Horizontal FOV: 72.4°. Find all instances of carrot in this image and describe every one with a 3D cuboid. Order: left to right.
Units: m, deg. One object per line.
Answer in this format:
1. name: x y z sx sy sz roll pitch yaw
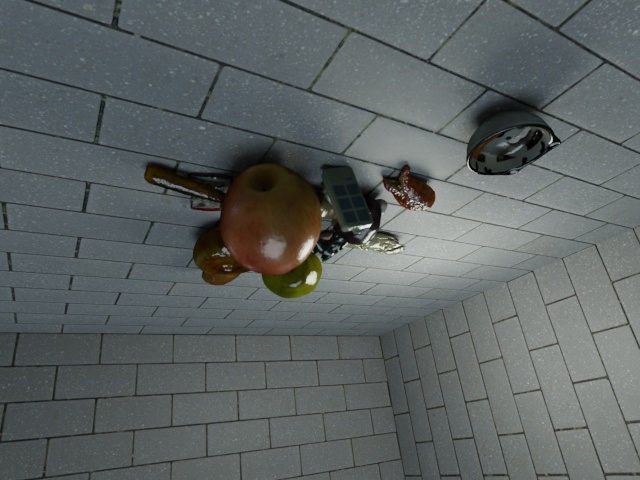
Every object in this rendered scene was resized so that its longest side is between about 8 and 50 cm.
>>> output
1. carrot: -0.446 -0.186 1.516 0.314 0.066 0.066 16 147 -31

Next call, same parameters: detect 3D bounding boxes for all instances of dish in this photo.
1. dish: 0.615 -0.337 1.452 0.303 0.120 0.303 -6 155 -3

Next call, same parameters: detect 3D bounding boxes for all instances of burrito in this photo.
1. burrito: 0.265 0.010 2.148 0.392 0.076 0.117 11 138 -31

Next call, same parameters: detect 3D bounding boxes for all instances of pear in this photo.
1. pear: -0.138 0.146 2.106 0.294 0.294 0.294 -6 155 -3

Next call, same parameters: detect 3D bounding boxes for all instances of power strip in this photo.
1. power strip: 0.092 -0.150 1.548 0.118 0.270 0.046 -11 157 -22

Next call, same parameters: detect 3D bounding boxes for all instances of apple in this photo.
1. apple: -0.168 -0.080 1.495 0.364 0.363 0.364 -6 155 -3

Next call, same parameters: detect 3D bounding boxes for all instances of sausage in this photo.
1. sausage: -0.500 0.156 2.201 0.136 0.120 0.241 29 139 -31

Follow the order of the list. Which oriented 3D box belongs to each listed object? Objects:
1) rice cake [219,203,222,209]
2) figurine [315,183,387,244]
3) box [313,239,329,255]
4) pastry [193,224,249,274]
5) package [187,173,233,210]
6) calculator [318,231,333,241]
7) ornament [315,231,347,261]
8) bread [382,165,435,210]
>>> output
1. rice cake: -0.305 -0.142 1.687 0.171 0.033 0.029 -11 151 -19
2. figurine: 0.076 -0.121 1.762 0.365 0.206 0.218 27 121 -13
3. box: 0.005 0.036 2.073 0.085 0.063 0.060 9 151 -28
4. pastry: -0.393 0.048 1.953 0.356 0.163 0.356 -7 159 -3
5. package: -0.408 -0.172 1.623 0.154 0.030 0.239 0 151 -14
6. calculator: 0.000 0.000 2.110 0.175 0.032 0.100 -15 154 18
7. ornament: 0.010 -0.029 1.948 0.202 0.080 0.236 -43 122 12
8. bread: 0.356 -0.190 1.732 0.139 0.095 0.269 -32 143 29
